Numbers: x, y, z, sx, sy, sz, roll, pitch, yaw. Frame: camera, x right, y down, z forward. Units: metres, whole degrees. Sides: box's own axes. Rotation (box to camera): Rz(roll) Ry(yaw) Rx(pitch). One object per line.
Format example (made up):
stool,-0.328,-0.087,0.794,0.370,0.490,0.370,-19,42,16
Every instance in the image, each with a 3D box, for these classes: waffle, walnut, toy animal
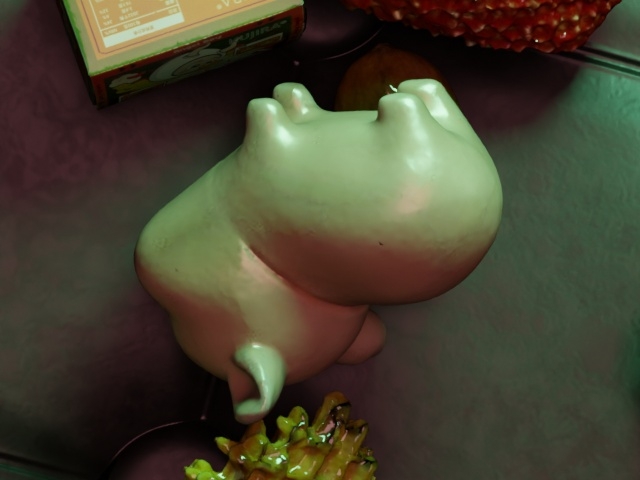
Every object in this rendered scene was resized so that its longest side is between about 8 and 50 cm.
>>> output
waffle,-0.036,0.257,1.661,0.228,0.051,0.232,-31,123,-26
walnut,0.080,-0.077,1.733,0.115,0.116,0.207,-22,96,-7
toy animal,0.000,0.000,1.629,0.326,0.237,0.269,-2,101,28

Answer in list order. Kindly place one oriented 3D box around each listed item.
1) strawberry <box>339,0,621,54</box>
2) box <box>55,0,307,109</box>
strawberry,0.136,-0.316,1.677,0.351,0.267,0.312,28,47,-23
box,-0.130,-0.217,1.681,0.195,0.177,0.148,-20,87,-7
